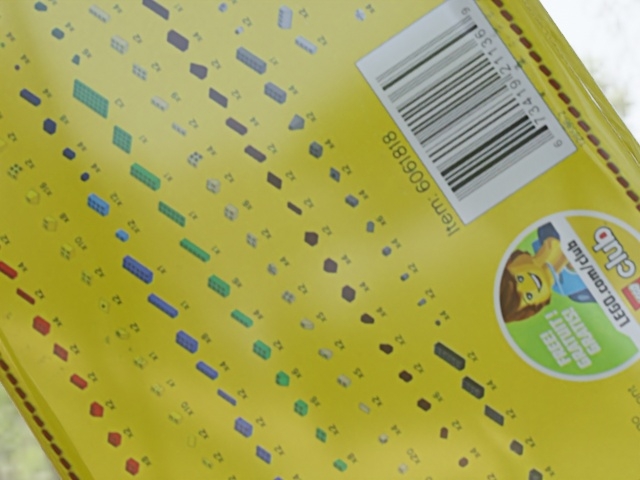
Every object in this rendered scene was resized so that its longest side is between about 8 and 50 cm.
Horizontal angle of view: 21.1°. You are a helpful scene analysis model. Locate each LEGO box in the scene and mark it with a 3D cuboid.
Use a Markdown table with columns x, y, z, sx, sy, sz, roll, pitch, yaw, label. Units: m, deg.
| x | y | z | sx | sy | sz | roll | pitch | yaw | label |
| --- | --- | --- | --- | --- | --- | --- | --- | --- | --- |
| 0.000 | 0.000 | 0.657 | 0.193 | 0.500 | 0.372 | -34 | -8 | 2 | LEGO box |
